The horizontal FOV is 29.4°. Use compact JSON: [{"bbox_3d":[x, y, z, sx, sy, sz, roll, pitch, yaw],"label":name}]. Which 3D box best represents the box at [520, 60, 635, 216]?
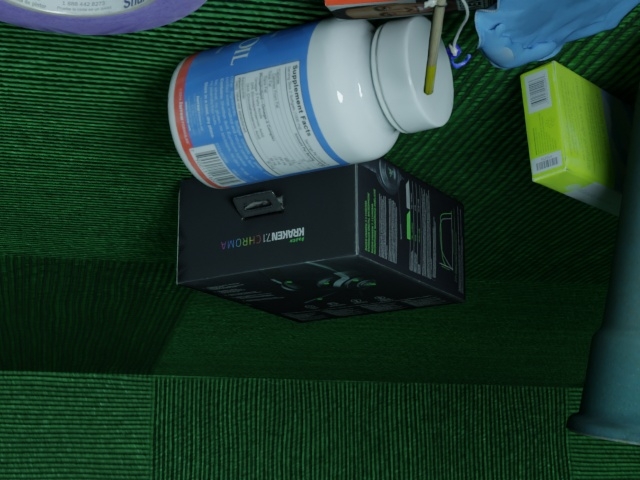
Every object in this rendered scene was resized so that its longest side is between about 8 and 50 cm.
[{"bbox_3d":[0.258,-0.091,1.155,0.042,0.109,0.178,-18,156,38],"label":"box"}]

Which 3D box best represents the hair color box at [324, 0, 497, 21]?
[{"bbox_3d":[0.076,-0.190,0.890,0.141,0.043,0.072,-2,180,9],"label":"hair color box"}]

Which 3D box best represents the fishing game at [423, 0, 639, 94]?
[{"bbox_3d":[0.183,-0.184,0.832,0.264,0.041,0.189,-26,162,-3],"label":"fishing game"}]

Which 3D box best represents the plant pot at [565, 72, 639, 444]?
[{"bbox_3d":[0.387,0.006,1.012,0.341,0.334,0.341,5,177,0],"label":"plant pot"}]

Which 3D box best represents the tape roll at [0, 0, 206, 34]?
[{"bbox_3d":[-0.160,-0.208,0.786,0.189,0.080,0.189,-1,164,0],"label":"tape roll"}]

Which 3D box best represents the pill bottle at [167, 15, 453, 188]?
[{"bbox_3d":[-0.007,-0.119,1.023,0.221,0.124,0.124,-9,162,28],"label":"pill bottle"}]

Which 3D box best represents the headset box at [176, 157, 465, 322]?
[{"bbox_3d":[0.000,0.000,1.433,0.246,0.131,0.283,-10,162,32],"label":"headset box"}]
